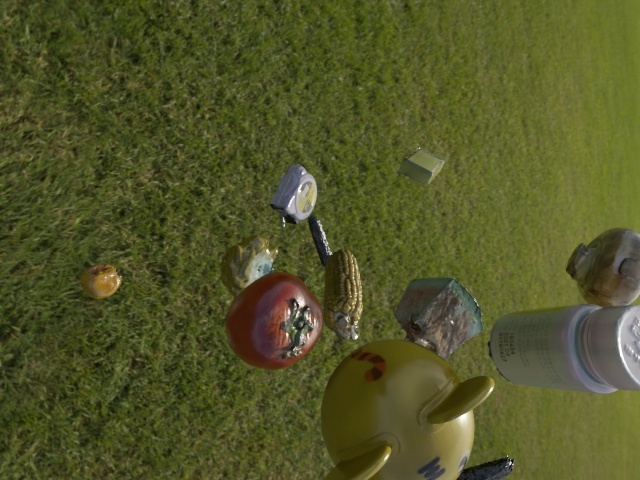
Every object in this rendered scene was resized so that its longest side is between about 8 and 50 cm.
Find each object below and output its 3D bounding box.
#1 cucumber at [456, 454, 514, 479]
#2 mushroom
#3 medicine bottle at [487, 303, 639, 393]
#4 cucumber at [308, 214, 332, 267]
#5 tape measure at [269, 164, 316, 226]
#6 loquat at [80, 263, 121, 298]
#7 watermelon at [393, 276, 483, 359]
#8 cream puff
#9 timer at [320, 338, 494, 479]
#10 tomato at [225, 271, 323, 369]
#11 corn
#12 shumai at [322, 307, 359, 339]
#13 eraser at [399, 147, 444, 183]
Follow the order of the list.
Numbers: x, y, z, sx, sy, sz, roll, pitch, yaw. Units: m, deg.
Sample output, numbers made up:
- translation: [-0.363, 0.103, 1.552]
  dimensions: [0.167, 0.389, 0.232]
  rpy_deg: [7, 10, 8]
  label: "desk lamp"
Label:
- translation: [0.418, 0.597, 1.041]
  dimensions: [0.181, 0.053, 0.053]
  rpy_deg: [-15, 102, -8]
  label: "cucumber"
- translation: [0.815, 0.075, 1.151]
  dimensions: [0.255, 0.184, 0.255]
  rpy_deg: [-45, 152, -32]
  label: "mushroom"
- translation: [0.637, 0.275, 1.041]
  dimensions: [0.213, 0.378, 0.214]
  rpy_deg: [5, 75, -18]
  label: "medicine bottle"
- translation: [0.000, 0.000, 2.139]
  dimensions: [0.081, 0.072, 0.304]
  rpy_deg: [-77, 151, -65]
  label: "cucumber"
- translation: [-0.093, -0.155, 1.434]
  dimensions: [0.196, 0.105, 0.178]
  rpy_deg: [-66, 150, -23]
  label: "tape measure"
- translation: [-0.814, 0.150, 1.513]
  dimensions: [0.137, 0.113, 0.138]
  rpy_deg: [13, 65, -29]
  label: "loquat"
- translation: [0.396, 0.278, 1.449]
  dimensions: [0.302, 0.151, 0.264]
  rpy_deg: [-38, 108, -7]
  label: "watermelon"
- translation: [-0.365, 0.131, 1.937]
  dimensions: [0.274, 0.269, 0.324]
  rpy_deg: [12, 84, -47]
  label: "cream puff"
- translation: [0.168, 0.392, 0.873]
  dimensions: [0.387, 0.375, 0.377]
  rpy_deg: [96, 5, -78]
  label: "timer"
- translation: [-0.158, 0.261, 1.338]
  dimensions: [0.321, 0.321, 0.322]
  rpy_deg: [1, 89, -46]
  label: "tomato"
- translation: [0.040, 0.081, 0.726]
  dimensions: [0.207, 0.068, 0.068]
  rpy_deg: [-84, 150, -62]
  label: "corn"
- translation: [0.107, 0.328, 1.735]
  dimensions: [0.201, 0.201, 0.120]
  rpy_deg: [19, 109, -45]
  label: "shumai"
- translation: [0.363, -0.267, 1.450]
  dimensions: [0.172, 0.117, 0.058]
  rpy_deg: [-41, 158, -50]
  label: "eraser"
